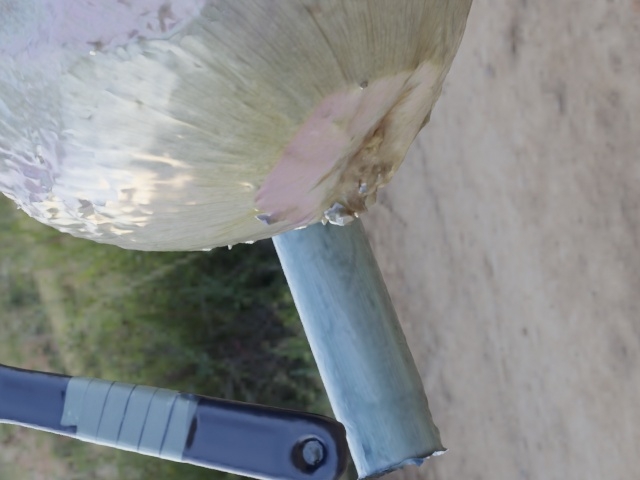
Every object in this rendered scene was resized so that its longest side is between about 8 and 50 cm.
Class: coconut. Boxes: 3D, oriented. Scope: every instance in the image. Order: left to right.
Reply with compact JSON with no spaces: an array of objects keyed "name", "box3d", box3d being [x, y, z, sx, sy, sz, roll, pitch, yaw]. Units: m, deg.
[{"name":"coconut","box3d":[-0.059,-0.130,0.709,0.254,0.297,0.297,57,154,28]}]

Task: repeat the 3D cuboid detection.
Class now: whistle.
[{"name":"whistle","box3d":[0.000,0.000,0.881,0.062,0.062,0.312,125,126,-69]}]

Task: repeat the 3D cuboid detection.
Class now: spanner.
[{"name":"spanner","box3d":[-0.135,0.101,0.778,0.024,0.316,0.087,25,-105,-73]}]
